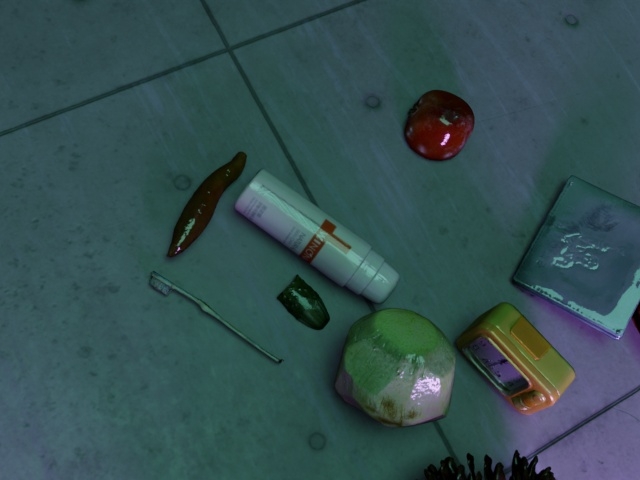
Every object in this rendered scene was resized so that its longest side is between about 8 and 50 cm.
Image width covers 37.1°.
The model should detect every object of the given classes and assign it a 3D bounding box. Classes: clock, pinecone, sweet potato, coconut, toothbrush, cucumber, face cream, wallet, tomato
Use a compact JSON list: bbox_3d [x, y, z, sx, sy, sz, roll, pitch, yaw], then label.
[{"bbox_3d":[0.371,0.227,1.822,0.096,0.143,0.202,-41,86,-25],"label":"clock"},{"bbox_3d":[0.291,0.480,1.682,0.292,0.246,0.246,13,69,5],"label":"pinecone"},{"bbox_3d":[-0.219,-0.073,1.810,0.057,0.057,0.264,31,66,-4],"label":"sweet potato"},{"bbox_3d":[0.135,0.239,1.727,0.236,0.235,0.204,13,36,-11],"label":"coconut"},{"bbox_3d":[-0.191,0.143,1.761,0.294,0.026,0.028,32,86,-3],"label":"toothbrush"},{"bbox_3d":[-0.024,0.121,1.809,0.107,0.035,0.067,44,66,0],"label":"cucumber"},{"bbox_3d":[0.000,0.000,1.820,0.346,0.102,0.102,35,67,0],"label":"face cream"},{"bbox_3d":[0.564,0.028,1.961,0.251,0.054,0.290,29,73,16],"label":"wallet"},{"bbox_3d":[0.255,-0.251,1.975,0.139,0.091,0.159,33,65,-4],"label":"tomato"}]

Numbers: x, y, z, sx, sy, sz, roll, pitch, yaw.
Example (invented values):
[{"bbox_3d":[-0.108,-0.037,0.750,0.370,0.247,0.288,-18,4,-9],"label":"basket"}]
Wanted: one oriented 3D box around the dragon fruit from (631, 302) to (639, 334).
[{"bbox_3d":[0.800,0.202,1.962,0.344,0.100,0.282,3,64,-1],"label":"dragon fruit"}]
